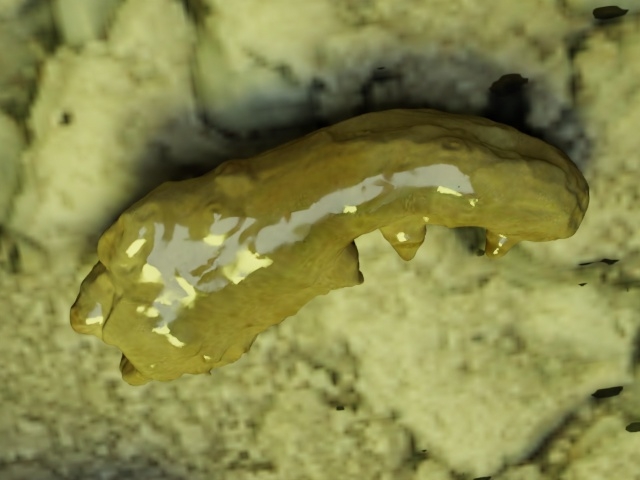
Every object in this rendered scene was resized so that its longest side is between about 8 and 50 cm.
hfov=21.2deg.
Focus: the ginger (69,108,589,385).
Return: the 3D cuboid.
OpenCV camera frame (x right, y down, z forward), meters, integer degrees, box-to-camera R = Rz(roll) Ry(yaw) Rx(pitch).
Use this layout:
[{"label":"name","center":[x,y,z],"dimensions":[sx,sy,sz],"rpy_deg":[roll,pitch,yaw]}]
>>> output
[{"label":"ginger","center":[0.000,-0.003,0.553],"dimensions":[0.173,0.051,0.069],"rpy_deg":[-16,121,8]}]
